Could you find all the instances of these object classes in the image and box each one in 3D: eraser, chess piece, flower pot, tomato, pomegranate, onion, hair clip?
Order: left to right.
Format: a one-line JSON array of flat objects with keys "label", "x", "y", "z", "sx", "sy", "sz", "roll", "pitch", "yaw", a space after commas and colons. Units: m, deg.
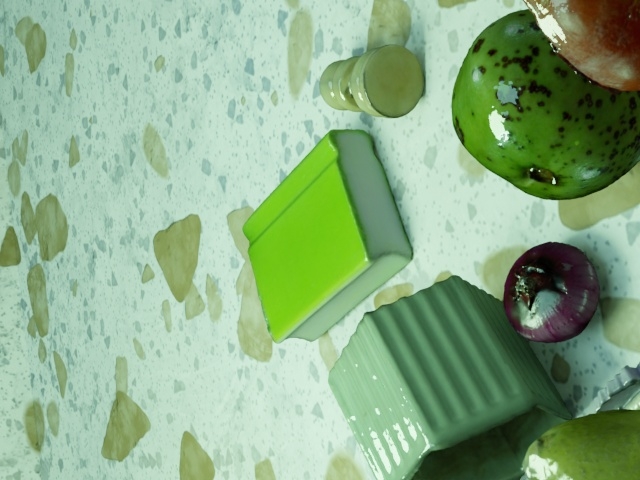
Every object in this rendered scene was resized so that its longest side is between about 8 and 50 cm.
[{"label": "eraser", "x": 0.000, "y": 0.000, "z": 1.737, "sx": 0.274, "sy": 0.092, "sz": 0.210, "roll": -42, "pitch": 58, "yaw": 49}, {"label": "chess piece", "x": 0.054, "y": -0.207, "z": 1.635, "sx": 0.170, "sy": 0.094, "sz": 0.094, "roll": 6, "pitch": 98, "yaw": 60}, {"label": "flower pot", "x": 0.146, "y": 0.182, "z": 1.420, "sx": 0.190, "sy": 0.209, "sz": 0.239, "roll": 63, "pitch": 142, "yaw": 31}, {"label": "onion", "x": 0.249, "y": 0.055, "z": 1.348, "sx": 0.115, "sy": 0.104, "sz": 0.115, "roll": -14, "pitch": 70, "yaw": 43}, {"label": "pomegranate", "x": 0.249, "y": -0.165, "z": 1.268, "sx": 0.214, "sy": 0.214, "sz": 0.248, "roll": -25, "pitch": 36, "yaw": 55}, {"label": "hair clip", "x": 0.313, "y": 0.194, "z": 1.262, "sx": 0.292, "sy": 0.106, "sz": 0.085, "roll": -55, "pitch": 43, "yaw": 48}, {"label": "tomato", "x": 0.296, "y": -0.254, "z": 1.144, "sx": 0.101, "sy": 0.228, "sz": 0.228, "roll": -24, "pitch": 73, "yaw": 53}]

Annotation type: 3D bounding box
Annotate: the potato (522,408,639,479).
[{"label": "potato", "x": 0.345, "y": 0.259, "z": 1.090, "sx": 0.351, "sy": 0.202, "sz": 0.218, "roll": 16, "pitch": 84, "yaw": 25}]
